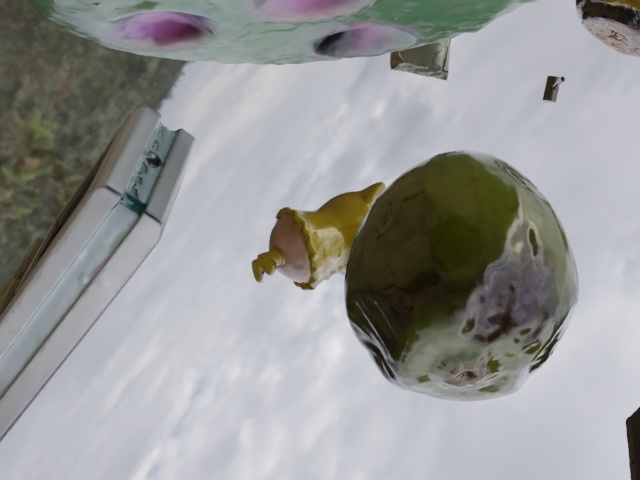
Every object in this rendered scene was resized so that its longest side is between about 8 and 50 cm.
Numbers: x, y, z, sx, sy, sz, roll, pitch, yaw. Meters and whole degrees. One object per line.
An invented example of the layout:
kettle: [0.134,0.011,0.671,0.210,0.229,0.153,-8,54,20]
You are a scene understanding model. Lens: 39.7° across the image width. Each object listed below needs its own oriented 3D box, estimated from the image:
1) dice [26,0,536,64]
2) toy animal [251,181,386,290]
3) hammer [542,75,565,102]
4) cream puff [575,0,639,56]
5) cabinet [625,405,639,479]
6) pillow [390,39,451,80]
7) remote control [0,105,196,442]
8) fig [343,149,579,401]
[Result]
dice: [-0.014,-0.291,0.503,0.330,0.318,0.322,163,-77,-66]
toy animal: [0.002,-0.002,1.368,0.230,0.156,0.156,-26,-176,-25]
hammer: [0.319,-0.209,1.194,0.110,0.019,0.035,-27,129,-84]
cream puff: [0.485,-0.367,1.364,0.129,0.189,0.189,-62,-163,-1]
cabinet: [0.467,0.259,1.009,0.174,0.148,0.215,-60,-178,33]
pillow: [0.197,-0.402,1.702,0.053,0.119,0.208,94,4,-64]
remote control: [-0.181,0.040,0.583,0.277,0.055,0.103,-47,-160,29]
fig: [0.142,0.025,0.911,0.239,0.239,0.271,-40,-150,40]
